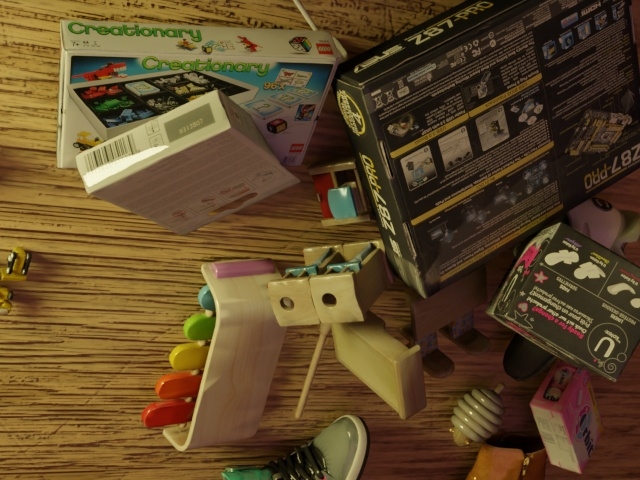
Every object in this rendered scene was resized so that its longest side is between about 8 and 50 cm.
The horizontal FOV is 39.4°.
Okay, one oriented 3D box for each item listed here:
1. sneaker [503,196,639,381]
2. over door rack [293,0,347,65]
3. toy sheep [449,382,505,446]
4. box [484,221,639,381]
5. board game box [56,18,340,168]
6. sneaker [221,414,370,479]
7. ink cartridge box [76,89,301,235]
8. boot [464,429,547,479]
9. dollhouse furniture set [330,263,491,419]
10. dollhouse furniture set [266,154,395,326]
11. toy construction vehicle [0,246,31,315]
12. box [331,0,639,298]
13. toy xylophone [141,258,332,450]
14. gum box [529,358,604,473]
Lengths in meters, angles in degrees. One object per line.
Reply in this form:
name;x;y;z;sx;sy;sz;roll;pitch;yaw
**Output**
sneaker;0.346;0.069;1.398;0.146;0.122;0.331;21;113;-11
over door rack;0.034;-0.355;0.975;0.239;0.108;0.324;-30;128;16
toy sheep;0.270;0.295;1.517;0.091;0.091;0.132;33;90;-34
box;0.328;0.081;1.191;0.163;0.247;0.142;30;89;5
board game box;-0.148;-0.163;1.042;0.305;0.053;0.193;-2;145;-20
sneaker;-0.064;0.384;1.423;0.178;0.124;0.295;20;113;-40
ink cartridge box;-0.150;-0.086;1.080;0.189;0.066;0.232;-23;166;13
boot;0.276;0.451;1.614;0.295;0.104;0.211;-8;118;-23
dollhouse furniture set;0.160;0.120;1.282;0.242;0.161;0.212;-27;127;-23
dollhouse furniture set;0.000;0.000;1.176;0.129;0.129;0.184;-7;108;27
toy construction vehicle;-0.419;0.048;1.128;0.085;0.035;0.098;3;122;-35
box;0.236;-0.154;1.150;0.395;0.097;0.318;-30;121;-14
toy xylophone;-0.111;0.178;1.291;0.236;0.081;0.323;6;117;-39
gum box;0.435;0.307;1.570;0.107;0.062;0.188;-51;133;-30
